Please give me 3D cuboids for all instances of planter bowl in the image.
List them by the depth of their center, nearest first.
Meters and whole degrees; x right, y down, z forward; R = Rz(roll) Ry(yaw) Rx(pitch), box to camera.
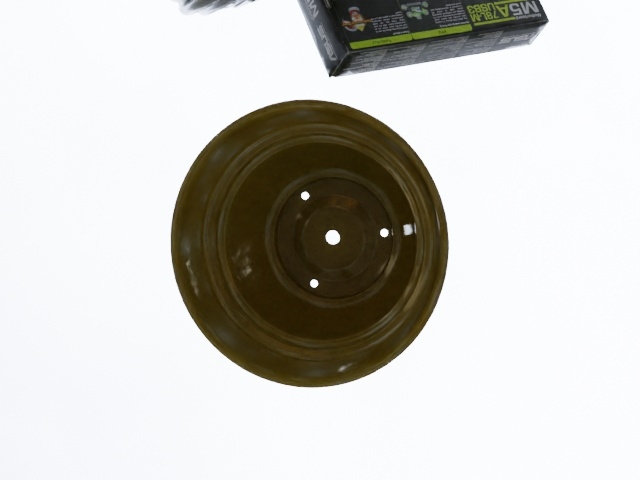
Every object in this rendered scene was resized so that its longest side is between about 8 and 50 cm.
[{"bbox_3d":[0.000,0.000,1.382,0.217,0.090,0.217,1,-86,14],"label":"planter bowl"}]

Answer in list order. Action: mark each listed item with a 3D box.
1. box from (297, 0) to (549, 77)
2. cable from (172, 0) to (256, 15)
[{"bbox_3d":[0.062,-0.226,1.409,0.045,0.191,0.184,-49,-121,57],"label":"box"},{"bbox_3d":[0.023,-0.192,0.867,0.257,0.257,0.089,-28,-83,-1],"label":"cable"}]
